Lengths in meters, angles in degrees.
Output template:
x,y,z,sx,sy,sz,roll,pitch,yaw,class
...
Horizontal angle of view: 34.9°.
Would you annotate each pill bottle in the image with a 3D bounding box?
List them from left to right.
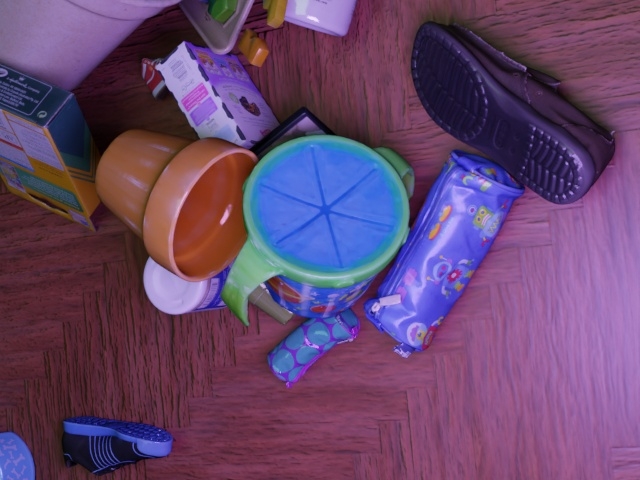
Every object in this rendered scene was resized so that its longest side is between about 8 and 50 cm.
x,y,z,sx,sy,sz,roll,pitch,yaw,class
-0.186,0.057,1.620,0.112,0.187,0.112,0,90,24,pill bottle
0.011,-0.441,1.561,0.131,0.131,0.229,21,98,23,pill bottle

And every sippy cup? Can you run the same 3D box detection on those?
x,y,z,sx,sy,sz,roll,pitch,yaw,class
0.000,0.000,1.492,0.306,0.224,0.240,-4,63,-7,sippy cup

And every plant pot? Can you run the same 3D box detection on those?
x,y,z,sx,sy,sz,roll,pitch,yaw,class
-0.420,-0.414,1.669,0.305,0.334,0.333,-43,72,38,plant pot
-0.216,-0.070,1.472,0.188,0.205,0.205,26,101,26,plant pot
-0.068,0.092,1.634,0.079,0.083,0.083,43,107,5,plant pot

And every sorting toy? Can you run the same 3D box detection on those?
x,y,z,sx,sy,sz,roll,pitch,yaw,class
-0.129,-0.409,1.587,0.229,0.041,0.307,-58,40,21,sorting toy

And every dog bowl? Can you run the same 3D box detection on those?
x,y,z,sx,sy,sz,roll,pitch,yaw,class
-0.671,0.404,1.906,0.297,0.074,0.165,30,102,22,dog bowl

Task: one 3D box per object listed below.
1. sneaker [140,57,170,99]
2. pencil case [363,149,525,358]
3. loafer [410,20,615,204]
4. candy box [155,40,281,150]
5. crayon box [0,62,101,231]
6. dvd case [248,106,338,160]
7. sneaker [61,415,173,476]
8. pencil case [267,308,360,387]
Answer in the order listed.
x,y,z,sx,sy,sz,roll,pitch,yaw,class
-0.260,-0.303,1.735,0.118,0.042,0.067,-43,77,21,sneaker
0.172,0.017,1.488,0.119,0.133,0.306,39,105,39,pencil case
0.272,-0.191,1.463,0.366,0.130,0.133,48,142,26,loafer
-0.148,-0.209,1.616,0.070,0.165,0.196,-38,75,21,candy box
-0.479,-0.161,1.725,0.203,0.323,0.083,24,64,16,crayon box
-0.061,-0.078,1.582,0.253,0.180,0.022,-36,38,21,dvd case
-0.352,0.364,1.761,0.232,0.081,0.090,3,94,32,sneaker
-0.011,0.162,1.607,0.152,0.064,0.070,-40,67,20,pencil case
